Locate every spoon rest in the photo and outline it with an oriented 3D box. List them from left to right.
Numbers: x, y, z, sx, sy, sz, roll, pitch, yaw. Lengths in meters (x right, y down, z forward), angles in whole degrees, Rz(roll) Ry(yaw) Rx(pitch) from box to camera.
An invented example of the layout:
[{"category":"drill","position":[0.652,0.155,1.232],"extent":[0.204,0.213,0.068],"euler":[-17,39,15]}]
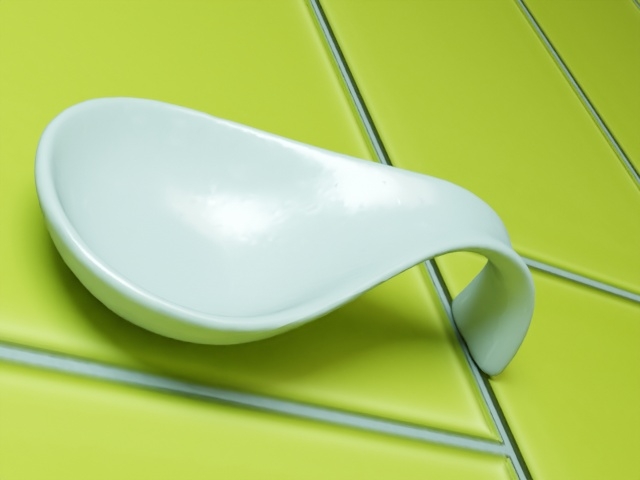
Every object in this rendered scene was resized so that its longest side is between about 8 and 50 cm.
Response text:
[{"category":"spoon rest","position":[0.000,0.000,0.512],"extent":[0.276,0.084,0.137],"euler":[14,38,-37]}]
